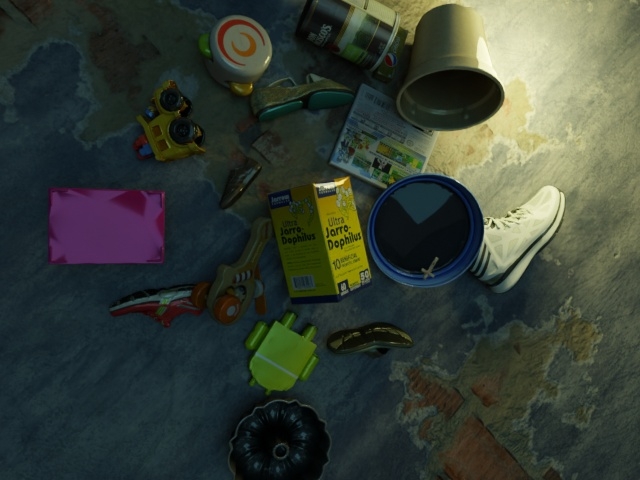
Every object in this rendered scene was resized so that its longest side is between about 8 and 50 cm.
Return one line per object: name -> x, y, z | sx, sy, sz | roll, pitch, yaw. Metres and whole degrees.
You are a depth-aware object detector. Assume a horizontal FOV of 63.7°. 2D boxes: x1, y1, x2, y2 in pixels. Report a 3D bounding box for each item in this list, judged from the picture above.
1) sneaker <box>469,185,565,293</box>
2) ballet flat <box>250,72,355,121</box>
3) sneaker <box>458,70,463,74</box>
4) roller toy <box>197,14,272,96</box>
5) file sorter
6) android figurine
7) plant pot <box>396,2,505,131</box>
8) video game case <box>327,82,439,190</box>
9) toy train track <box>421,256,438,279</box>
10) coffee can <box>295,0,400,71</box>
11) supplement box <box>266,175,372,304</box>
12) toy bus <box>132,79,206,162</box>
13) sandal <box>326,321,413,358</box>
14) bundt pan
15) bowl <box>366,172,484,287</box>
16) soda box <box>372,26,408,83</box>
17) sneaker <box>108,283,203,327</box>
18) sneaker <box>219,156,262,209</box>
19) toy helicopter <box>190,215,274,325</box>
sneaker -> 0.670, -0.056, 1.828 | 0.258, 0.169, 0.447 | 36, 84, -15
ballet flat -> -0.059, -0.475, 1.654 | 0.349, 0.123, 0.123 | -16, 95, -15
sneaker -> 0.551, -0.554, 1.842 | 0.126, 0.091, 0.240 | -10, 94, 3
roller toy -> -0.253, -0.568, 1.575 | 0.209, 0.146, 0.191 | 42, 70, -11
file sorter -> -0.597, -0.037, 1.470 | 0.291, 0.182, 0.202 | 0, 90, -16
android figurine -> -0.127, 0.371, 1.674 | 0.248, 0.056, 0.272 | 33, 82, -14
plant pot -> 0.422, -0.577, 1.682 | 0.334, 0.334, 0.305 | 11, 68, -15
video game case -> 0.225, -0.331, 1.770 | 0.329, 0.036, 0.299 | 23, 85, -16
toy train track -> 0.367, 0.092, 1.718 | 0.048, 0.014, 0.083 | 31, 95, 0
coffee can -> 0.085, -0.690, 1.637 | 0.276, 0.201, 0.201 | 21, 86, -15
supplement box -> 0.000, 0.000, 1.594 | 0.194, 0.195, 0.356 | -19, 98, -51
toy bus -> -0.471, -0.336, 1.534 | 0.212, 0.149, 0.220 | -21, 95, 2
sandal -> 0.164, 0.349, 1.740 | 0.303, 0.120, 0.086 | -4, 120, -14
bundt pan -> -0.139, 0.650, 1.641 | 0.331, 0.124, 0.330 | 0, 91, -16
bowl -> 0.347, -0.035, 1.733 | 0.392, 0.077, 0.390 | 0, 103, 0
soda box -> 0.237, -0.636, 1.755 | 0.061, 0.058, 0.181 | 19, 86, -15
sneaker -> -0.487, 0.209, 1.549 | 0.279, 0.107, 0.118 | -7, 98, -15
sneaker -> -0.268, -0.183, 1.630 | 0.071, 0.066, 0.188 | 38, 76, 4
toy helicopter -> -0.222, 0.096, 1.586 | 0.235, 0.140, 0.354 | 31, 82, -54
